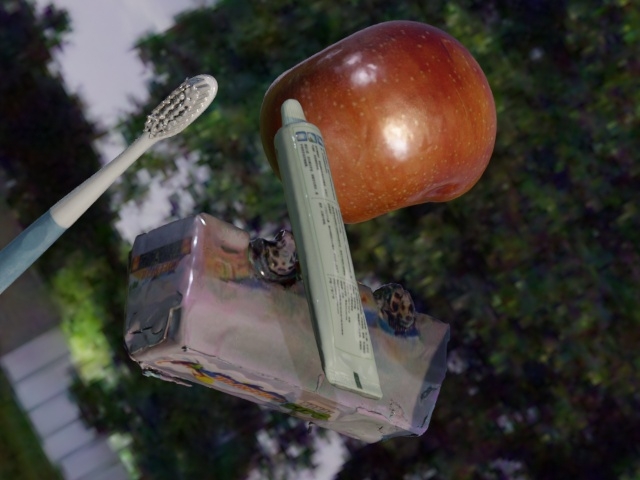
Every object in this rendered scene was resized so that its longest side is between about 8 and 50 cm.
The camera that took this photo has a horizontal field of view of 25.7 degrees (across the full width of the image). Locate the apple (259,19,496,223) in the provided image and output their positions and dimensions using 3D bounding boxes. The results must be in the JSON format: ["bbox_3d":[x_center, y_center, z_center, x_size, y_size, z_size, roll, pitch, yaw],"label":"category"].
[{"bbox_3d":[0.052,-0.095,1.206,0.162,0.201,0.201,65,-11,-3],"label":"apple"}]

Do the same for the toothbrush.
[{"bbox_3d":[-0.155,0.001,0.760,0.019,0.276,0.025,50,22,-1],"label":"toothbrush"}]

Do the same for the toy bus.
[{"bbox_3d":[-0.021,0.085,1.236,0.317,0.138,0.112,24,-29,-35],"label":"toy bus"}]

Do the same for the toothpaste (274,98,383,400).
[{"bbox_3d":[0.000,0.000,0.807,0.048,0.029,0.197,23,45,-46],"label":"toothpaste"}]
